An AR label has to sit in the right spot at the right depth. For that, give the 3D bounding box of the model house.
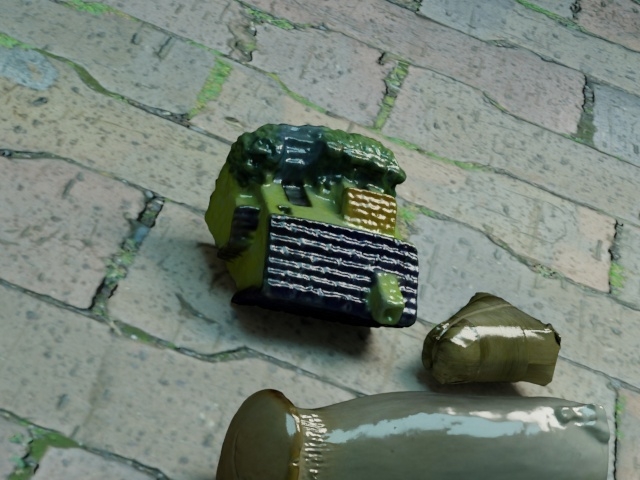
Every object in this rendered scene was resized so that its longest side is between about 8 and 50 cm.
[{"bbox_3d":[0.000,0.000,1.956,0.194,0.170,0.211,13,29,-26],"label":"model house"}]

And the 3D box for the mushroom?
[{"bbox_3d":[0.107,0.205,1.690,0.407,0.154,0.137,5,74,-29],"label":"mushroom"}]

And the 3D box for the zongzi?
[{"bbox_3d":[0.153,0.095,2.018,0.160,0.078,0.176,5,22,-33],"label":"zongzi"}]
